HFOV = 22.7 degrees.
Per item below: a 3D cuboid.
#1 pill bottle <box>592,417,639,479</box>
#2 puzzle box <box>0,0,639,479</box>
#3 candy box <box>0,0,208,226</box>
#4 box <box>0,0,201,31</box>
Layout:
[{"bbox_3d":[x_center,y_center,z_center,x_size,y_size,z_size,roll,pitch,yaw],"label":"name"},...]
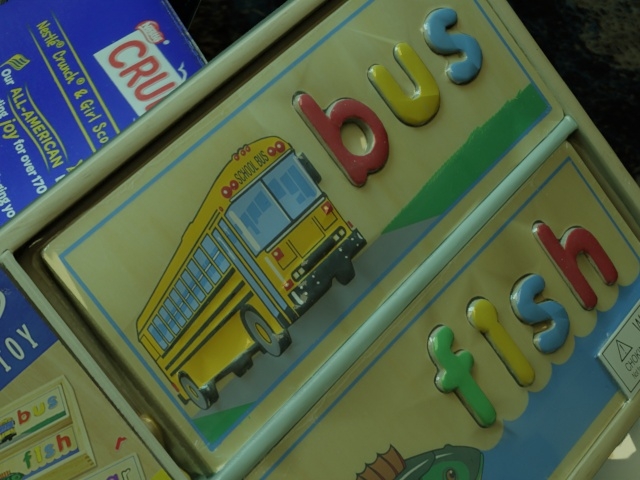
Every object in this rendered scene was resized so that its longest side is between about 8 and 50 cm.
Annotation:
[{"bbox_3d":[0.059,0.139,0.884,0.229,0.131,0.131,-5,52,-3],"label":"pill bottle"},{"bbox_3d":[0.002,0.048,0.724,0.272,0.052,0.409,52,55,-9],"label":"puzzle box"},{"bbox_3d":[-0.179,0.019,0.871,0.317,0.122,0.268,-29,53,-4],"label":"candy box"},{"bbox_3d":[-0.268,-0.231,1.052,0.296,0.182,0.294,-14,54,-44],"label":"box"}]
